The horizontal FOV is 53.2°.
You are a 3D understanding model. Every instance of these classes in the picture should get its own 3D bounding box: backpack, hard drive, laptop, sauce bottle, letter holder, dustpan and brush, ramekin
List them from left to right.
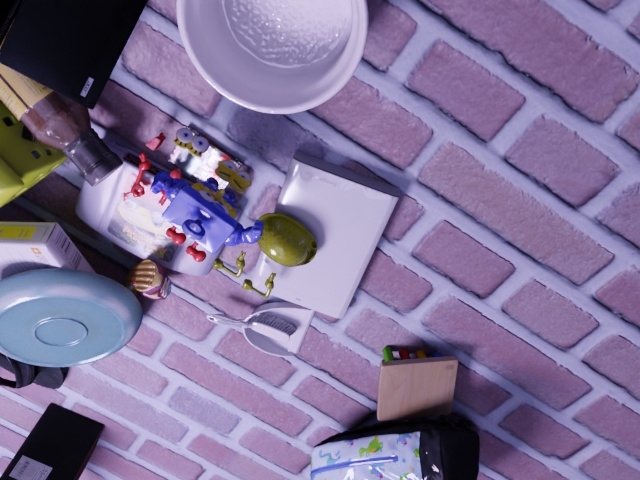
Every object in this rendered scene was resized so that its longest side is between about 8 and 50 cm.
[{"bbox_3d":[-0.444,-0.378,1.007,0.264,0.136,0.234,27,90,18],"label":"laptop"},{"bbox_3d":[-0.478,-0.244,1.088,0.111,0.111,0.344,-30,105,26],"label":"sauce bottle"},{"bbox_3d":[-0.691,0.603,1.580,0.152,0.302,0.214,25,124,-6],"label":"letter holder"},{"bbox_3d":[-0.133,0.178,1.347,0.211,0.060,0.147,19,124,-2],"label":"dustpan and brush"},{"bbox_3d":[-0.060,-0.343,0.954,0.277,0.135,0.277,5,124,8],"label":"ramekin"},{"bbox_3d":[0.000,0.000,1.222,0.203,0.040,0.307,20,124,-3],"label":"hard drive"},{"bbox_3d":[0.143,0.512,1.401,0.355,0.273,0.290,-2,163,27],"label":"backpack"}]

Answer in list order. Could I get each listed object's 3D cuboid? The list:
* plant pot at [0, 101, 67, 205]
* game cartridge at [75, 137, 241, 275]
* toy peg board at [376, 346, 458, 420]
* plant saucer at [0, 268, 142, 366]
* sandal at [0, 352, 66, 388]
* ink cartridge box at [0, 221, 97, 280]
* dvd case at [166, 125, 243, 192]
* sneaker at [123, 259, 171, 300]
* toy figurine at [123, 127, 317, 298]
[{"bbox_3d":[-0.617,-0.158,1.134,0.228,0.207,0.227,-28,114,26],"label":"plant pot"},{"bbox_3d":[-0.322,-0.051,1.242,0.294,0.060,0.196,27,127,-7],"label":"game cartridge"},{"bbox_3d":[0.198,0.294,1.365,0.160,0.079,0.161,-4,124,-6],"label":"toy peg board"},{"bbox_3d":[-0.521,0.172,1.284,0.317,0.044,0.317,-9,141,-7],"label":"plant saucer"},{"bbox_3d":[-0.714,0.235,1.405,0.167,0.107,0.446,3,142,13],"label":"sandal"},{"bbox_3d":[-0.606,0.073,1.306,0.307,0.072,0.303,4,145,15],"label":"ink cartridge box"},{"bbox_3d":[-0.214,-0.146,1.183,0.119,0.013,0.087,33,122,-12],"label":"dvd case"},{"bbox_3d":[-0.330,0.083,1.285,0.084,0.069,0.185,24,166,-28],"label":"sneaker"},{"bbox_3d":[-0.186,-0.013,1.085,0.362,0.217,0.191,39,105,-11],"label":"toy figurine"}]
